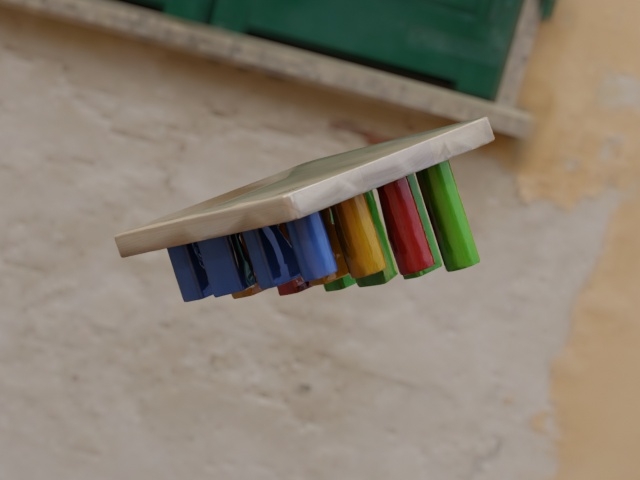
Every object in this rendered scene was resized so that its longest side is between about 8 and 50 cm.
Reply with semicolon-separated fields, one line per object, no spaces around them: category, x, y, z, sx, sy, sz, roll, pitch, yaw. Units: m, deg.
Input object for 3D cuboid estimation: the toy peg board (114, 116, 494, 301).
toy peg board;0.000;0.000;1.112;0.161;0.079;0.161;-23;7;-40
